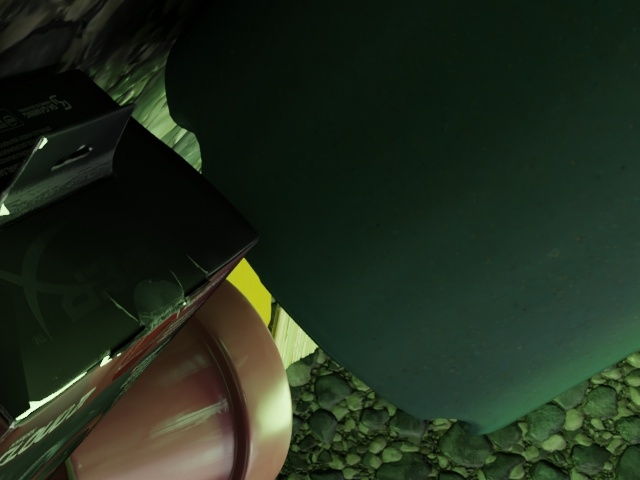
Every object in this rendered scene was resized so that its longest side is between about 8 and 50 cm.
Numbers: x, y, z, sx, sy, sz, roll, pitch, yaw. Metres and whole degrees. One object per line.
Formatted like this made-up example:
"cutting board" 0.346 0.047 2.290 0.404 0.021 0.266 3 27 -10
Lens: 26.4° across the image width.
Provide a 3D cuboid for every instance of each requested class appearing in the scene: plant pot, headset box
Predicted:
"plant pot" 0.131 -0.103 0.624 0.334 0.341 0.341 -40 -179 22
"headset box" -0.159 0.067 0.490 0.293 0.110 0.218 -48 178 21
"plant pot" -0.150 0.130 0.985 0.180 0.201 0.201 -22 159 -48

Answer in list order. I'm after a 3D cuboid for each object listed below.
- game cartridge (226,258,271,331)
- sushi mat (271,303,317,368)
"game cartridge" -0.167 0.136 1.360 0.324 0.053 0.285 -44 158 -27
"sushi mat" 0.000 0.000 1.515 0.151 0.019 0.316 -33 139 -61
